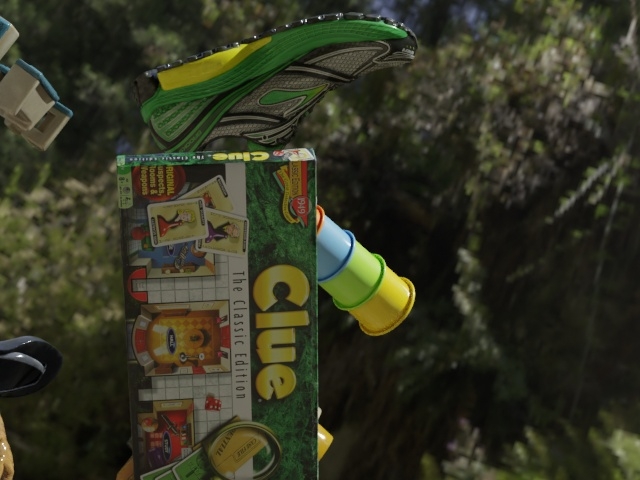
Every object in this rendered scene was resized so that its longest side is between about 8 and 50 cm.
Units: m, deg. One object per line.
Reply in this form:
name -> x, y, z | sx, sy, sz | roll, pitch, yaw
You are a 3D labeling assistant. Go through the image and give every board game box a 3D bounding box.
board game box -> -0.069, 0.065, 1.024 | 0.136, 0.030, 0.260 | -4, -70, -8

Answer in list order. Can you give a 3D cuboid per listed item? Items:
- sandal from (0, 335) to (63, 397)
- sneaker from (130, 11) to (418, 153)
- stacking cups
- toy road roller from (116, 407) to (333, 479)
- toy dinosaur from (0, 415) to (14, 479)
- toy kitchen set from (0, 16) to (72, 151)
sandal -> -0.465, 0.190, 2.128 | 0.054, 0.097, 0.254 | 30, 10, 30
sneaker -> -0.044, -0.181, 1.762 | 0.343, 0.134, 0.146 | -19, -84, -2
stacking cups -> 0.000, 0.000, 1.921 | 0.096, 0.096, 0.316 | -12, -44, 39
toy road roller -> -0.164, 0.320, 2.015 | 0.202, 0.241, 0.329 | 42, -45, -4
toy dinosaur -> -0.437, 0.316, 1.997 | 0.064, 0.212, 0.112 | -17, -13, 21
toy kitchen set -> -0.423, -0.236, 1.945 | 0.207, 0.122, 0.166 | 33, -10, 16
